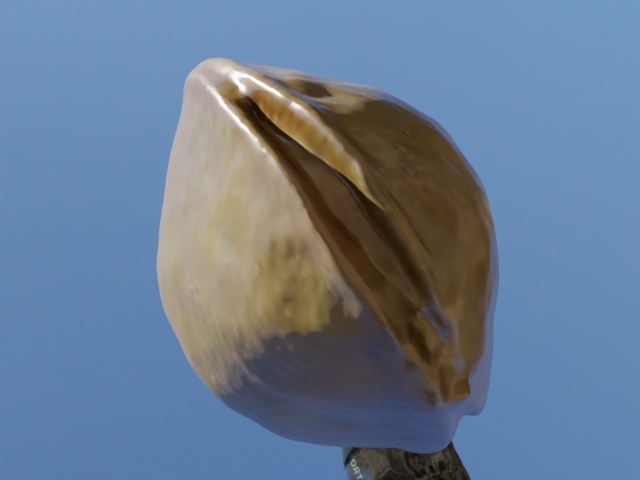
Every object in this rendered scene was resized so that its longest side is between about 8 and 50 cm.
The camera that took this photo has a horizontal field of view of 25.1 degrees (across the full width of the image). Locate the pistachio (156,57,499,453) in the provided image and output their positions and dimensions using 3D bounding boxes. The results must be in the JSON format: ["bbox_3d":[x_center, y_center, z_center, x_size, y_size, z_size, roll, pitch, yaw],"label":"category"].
[{"bbox_3d":[0.000,0.000,0.662,0.163,0.260,0.213,-42,-101,-13],"label":"pistachio"}]

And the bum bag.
[{"bbox_3d":[0.043,0.117,1.043,0.049,0.087,0.197,36,-153,-55],"label":"bum bag"}]
